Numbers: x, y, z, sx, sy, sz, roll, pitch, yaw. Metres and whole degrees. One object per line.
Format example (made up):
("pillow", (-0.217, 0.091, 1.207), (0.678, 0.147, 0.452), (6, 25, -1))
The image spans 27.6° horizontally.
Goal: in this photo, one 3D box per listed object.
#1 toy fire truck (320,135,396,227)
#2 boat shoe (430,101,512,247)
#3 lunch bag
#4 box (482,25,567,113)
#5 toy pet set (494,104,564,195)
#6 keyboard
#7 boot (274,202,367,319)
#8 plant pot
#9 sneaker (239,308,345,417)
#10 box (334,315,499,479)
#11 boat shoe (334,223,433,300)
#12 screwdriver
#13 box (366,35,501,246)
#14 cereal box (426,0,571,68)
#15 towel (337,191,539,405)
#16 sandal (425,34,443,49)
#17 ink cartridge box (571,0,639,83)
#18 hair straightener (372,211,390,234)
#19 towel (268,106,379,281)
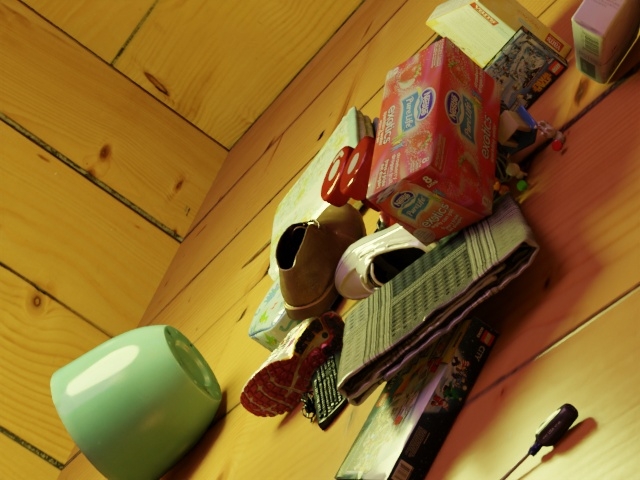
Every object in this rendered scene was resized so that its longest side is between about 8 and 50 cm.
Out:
("toy fire truck", (0.139, -0.152, 2.087), (0.254, 0.169, 0.302), (-68, 12, -8))
("boat shoe", (0.227, -0.103, 1.915), (0.255, 0.095, 0.079), (-61, 12, -20))
("lunch bag", (-0.030, 0.100, 2.335), (0.219, 0.090, 0.176), (-59, 13, -22))
("box", (0.304, -0.254, 2.029), (0.137, 0.094, 0.027), (-47, 15, 29))
("toy pet set", (0.291, -0.126, 1.856), (0.122, 0.065, 0.114), (-49, 57, 26))
("keyboard", (-0.001, 0.231, 2.014), (0.100, 0.038, 0.192), (-52, 12, 10))
("boot", (0.000, 0.000, 2.196), (0.112, 0.115, 0.305), (-10, 28, 23))
("plant pot", (-0.334, 0.303, 2.522), (0.235, 0.293, 0.293), (-36, 15, 7))
("sneaker", (-0.042, 0.204, 2.155), (0.225, 0.088, 0.093), (-43, 10, 6))
("box", (0.118, 0.208, 1.621), (0.233, 0.044, 0.159), (-59, 13, -19))
("boat shoe", (0.095, 0.039, 2.028), (0.258, 0.095, 0.084), (-42, 13, 47))
("screwdriver", (0.207, 0.226, 1.329), (0.170, 0.025, 0.024), (-58, 10, 29))
("box", (0.161, -0.139, 1.812), (0.122, 0.128, 0.257), (-29, 36, 38))
("cereal box", (0.286, -0.336, 2.129), (0.047, 0.173, 0.240), (-55, 13, -9))
("towel", (0.152, 0.072, 1.697), (0.312, 0.056, 0.324), (-38, 8, 12))
("sandal", (0.251, -0.355, 2.510), (0.054, 0.097, 0.255), (-6, 45, 37))
("ink cartridge box", (0.419, -0.341, 1.737), (0.232, 0.066, 0.189), (-52, -18, -2))
("hair straightener", (0.109, 0.003, 2.228), (0.089, 0.047, 0.230), (105, -175, -59))
("towel", (0.017, -0.094, 2.688), (0.321, 0.090, 0.374), (-54, 12, 18))
